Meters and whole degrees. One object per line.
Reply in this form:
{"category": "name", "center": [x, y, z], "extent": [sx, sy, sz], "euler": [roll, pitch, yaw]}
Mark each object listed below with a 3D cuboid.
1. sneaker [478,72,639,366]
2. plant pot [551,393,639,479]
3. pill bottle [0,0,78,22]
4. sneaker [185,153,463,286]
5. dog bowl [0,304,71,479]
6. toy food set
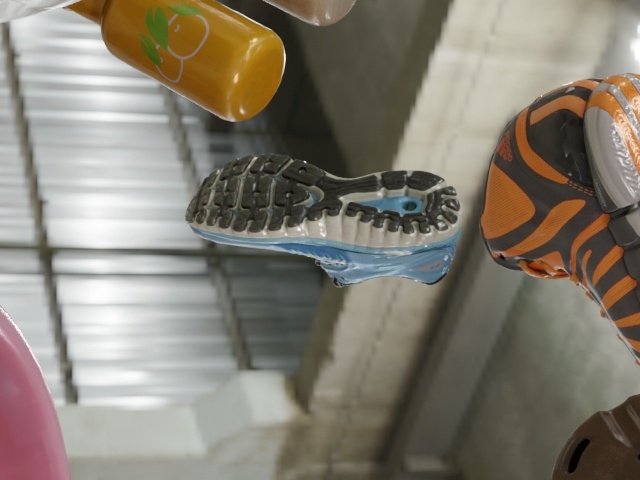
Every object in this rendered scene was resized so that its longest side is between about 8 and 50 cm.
{"category": "sneaker", "center": [0.237, 0.029, 1.286], "extent": [0.180, 0.124, 0.321], "euler": [-11, -77, 56]}
{"category": "plant pot", "center": [0.220, 0.191, 1.031], "extent": [0.165, 0.167, 0.167], "euler": [63, 0, -39]}
{"category": "pill bottle", "center": [-0.162, -0.207, 0.536], "extent": [0.162, 0.162, 0.278], "euler": [177, -97, -70]}
{"category": "sneaker", "center": [0.000, 0.000, 0.957], "extent": [0.073, 0.162, 0.063], "euler": [83, 21, -45]}
{"category": "dog bowl", "center": [-0.227, 0.175, 0.671], "extent": [0.408, 0.150, 0.408], "euler": [2, 90, -75]}
{"category": "toy food set", "center": [-0.020, -0.175, 0.662], "extent": [0.104, 0.111, 0.232], "euler": [29, -63, 22]}
